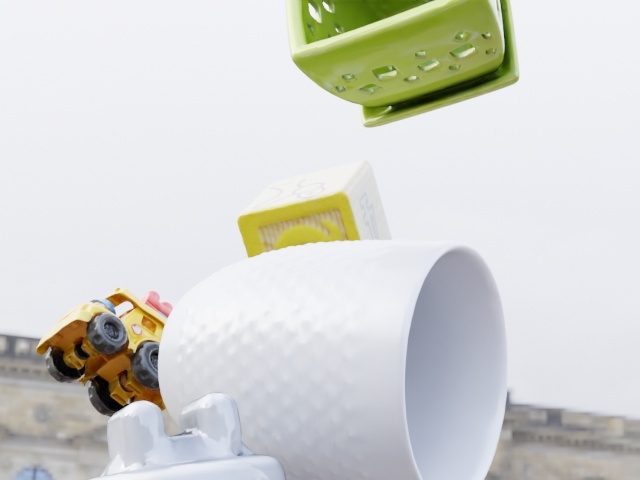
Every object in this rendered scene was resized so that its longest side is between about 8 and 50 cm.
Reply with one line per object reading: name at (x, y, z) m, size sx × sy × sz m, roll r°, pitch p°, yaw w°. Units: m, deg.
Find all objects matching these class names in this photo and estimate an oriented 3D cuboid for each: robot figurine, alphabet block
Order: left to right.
robot figurine at (-0.117, 0.322, 1.171) m, size 0.300 × 0.353 × 0.200 m, roll -5°, pitch -11°, yaw -16°
alphabet block at (0.000, 0.000, 2.051) m, size 0.192 × 0.193 × 0.197 m, roll -14°, pitch 14°, yaw 19°

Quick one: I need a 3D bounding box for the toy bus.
toy bus at (-0.323, 0.154, 2.082) m, size 0.220 × 0.211 × 0.149 m, roll 40°, pitch -51°, yaw -23°

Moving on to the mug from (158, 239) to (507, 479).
mug at (-0.002, 0.185, 1.380) m, size 0.328 × 0.374 × 0.276 m, roll 0°, pitch -9°, yaw 30°

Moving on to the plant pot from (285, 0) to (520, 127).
plant pot at (0.102, -0.267, 1.443) m, size 0.228 × 0.227 × 0.207 m, roll -16°, pitch -33°, yaw 20°
